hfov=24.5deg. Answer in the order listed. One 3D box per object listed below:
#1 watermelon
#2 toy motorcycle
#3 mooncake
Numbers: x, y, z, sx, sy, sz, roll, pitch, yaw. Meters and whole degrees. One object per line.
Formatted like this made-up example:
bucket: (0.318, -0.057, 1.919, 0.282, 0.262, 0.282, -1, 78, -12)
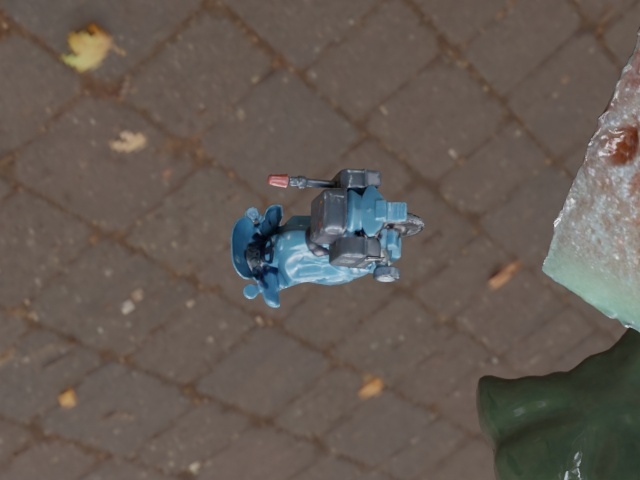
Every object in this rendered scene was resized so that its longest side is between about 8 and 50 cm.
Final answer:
watermelon: (0.178, -0.070, 0.609, 0.154, 0.094, 0.241, -47, 156, -21)
toy motorcycle: (0.000, 0.000, 1.653, 0.182, 0.123, 0.272, 6, 162, -18)
mooncake: (0.185, 0.109, 0.928, 0.175, 0.168, 0.104, -54, 151, -6)
